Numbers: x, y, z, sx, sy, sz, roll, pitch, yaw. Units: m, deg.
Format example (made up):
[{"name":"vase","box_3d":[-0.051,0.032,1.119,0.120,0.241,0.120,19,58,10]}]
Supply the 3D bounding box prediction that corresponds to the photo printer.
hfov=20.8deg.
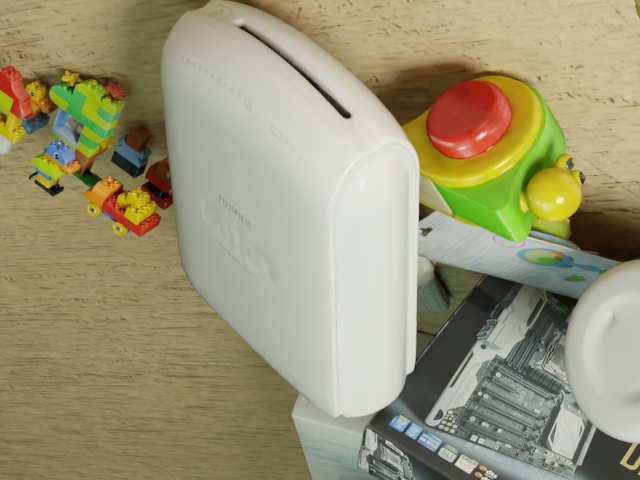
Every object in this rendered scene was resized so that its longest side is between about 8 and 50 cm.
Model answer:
[{"name":"photo printer","box_3d":[-0.026,-0.034,1.437,0.256,0.107,0.308,42,148,35]}]

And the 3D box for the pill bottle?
[{"name":"pill bottle","box_3d":[0.334,0.100,1.436,0.264,0.146,0.146,9,167,-42]}]

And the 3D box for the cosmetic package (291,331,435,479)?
[{"name":"cosmetic package","box_3d":[0.107,0.211,1.878,0.224,0.138,0.225,14,153,17]}]

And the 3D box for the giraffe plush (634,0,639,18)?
[{"name":"giraffe plush","box_3d":[0.299,-0.173,1.052,0.181,0.210,0.170,24,124,6]}]

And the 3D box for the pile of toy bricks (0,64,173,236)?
[{"name":"pile of toy bricks","box_3d":[-0.215,-0.106,1.626,0.212,0.118,0.105,35,126,12]}]

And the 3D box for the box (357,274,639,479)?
[{"name":"box","box_3d":[0.225,0.179,1.542,0.307,0.242,0.076,31,145,16]}]

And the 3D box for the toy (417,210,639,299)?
[{"name":"toy","box_3d":[0.195,0.003,1.516,0.237,0.056,0.137,19,162,-10]}]

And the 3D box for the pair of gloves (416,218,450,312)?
[{"name":"pair of gloves","box_3d":[0.000,0.000,1.689,0.240,0.042,0.204,14,151,19]}]

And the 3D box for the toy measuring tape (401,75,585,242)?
[{"name":"toy measuring tape","box_3d":[0.097,-0.092,1.426,0.330,0.121,0.121,28,163,46]}]
